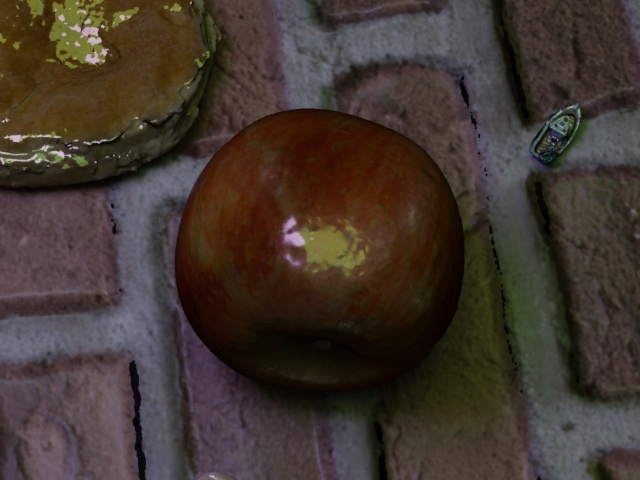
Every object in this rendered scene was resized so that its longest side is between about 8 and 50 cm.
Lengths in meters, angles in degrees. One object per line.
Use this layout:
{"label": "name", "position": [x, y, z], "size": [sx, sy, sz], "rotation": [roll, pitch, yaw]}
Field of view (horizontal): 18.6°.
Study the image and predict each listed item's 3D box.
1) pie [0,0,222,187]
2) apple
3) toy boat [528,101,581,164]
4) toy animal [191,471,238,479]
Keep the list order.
{"label": "pie", "position": [-0.274, -0.205, 2.120], "size": [0.339, 0.083, 0.339], "rotation": [-1, 63, 2]}
{"label": "apple", "position": [0.000, 0.000, 1.914], "size": [0.301, 0.301, 0.302], "rotation": [0, 64, 0]}
{"label": "toy boat", "position": [0.255, -0.117, 2.107], "size": [0.038, 0.038, 0.083], "rotation": [32, 69, 14]}
{"label": "toy animal", "position": [-0.158, 0.347, 1.798], "size": [0.256, 0.195, 0.213], "rotation": [-26, 87, -15]}
